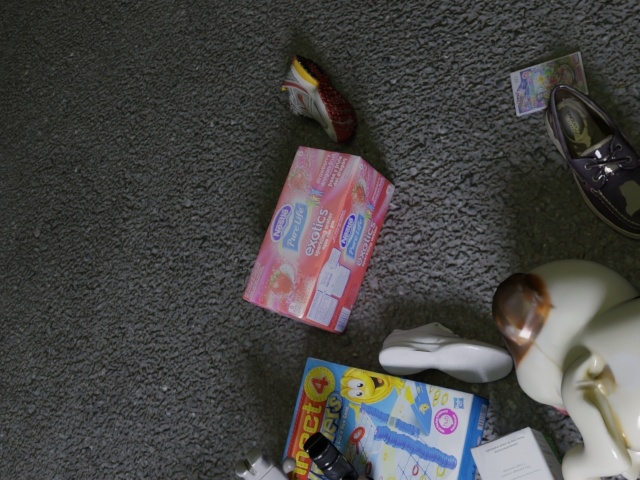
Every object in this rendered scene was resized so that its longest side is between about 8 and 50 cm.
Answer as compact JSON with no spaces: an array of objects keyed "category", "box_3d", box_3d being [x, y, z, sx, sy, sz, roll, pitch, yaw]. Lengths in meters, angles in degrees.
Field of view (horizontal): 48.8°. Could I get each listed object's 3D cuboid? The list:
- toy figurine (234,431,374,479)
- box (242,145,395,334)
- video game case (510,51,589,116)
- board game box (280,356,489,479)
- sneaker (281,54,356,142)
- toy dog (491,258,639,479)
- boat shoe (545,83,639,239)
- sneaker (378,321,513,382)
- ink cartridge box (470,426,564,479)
[{"category":"toy figurine","box_3d":[-0.036,0.406,1.018,0.209,0.148,0.213,-22,29,29]},{"category":"box","box_3d":[0.000,0.000,1.276,0.142,0.154,0.300,15,81,34]},{"category":"video game case","box_3d":[0.396,-0.271,1.222,0.122,0.011,0.087,-14,66,27]},{"category":"board game box","box_3d":[0.087,0.368,1.129,0.301,0.086,0.308,6,76,32]},{"category":"sneaker","box_3d":[-0.006,-0.275,1.435,0.093,0.088,0.225,-51,52,30]},{"category":"toy dog","box_3d":[0.403,0.146,0.881,0.408,0.284,0.396,14,111,54]},{"category":"boat shoe","box_3d":[0.435,-0.128,1.096,0.102,0.092,0.285,-31,60,17]},{"category":"sneaker","box_3d":[0.205,0.170,1.145,0.212,0.080,0.094,3,32,19]},{"category":"ink cartridge box","box_3d":[0.303,0.374,0.954,0.093,0.154,0.212,-27,60,19]}]
